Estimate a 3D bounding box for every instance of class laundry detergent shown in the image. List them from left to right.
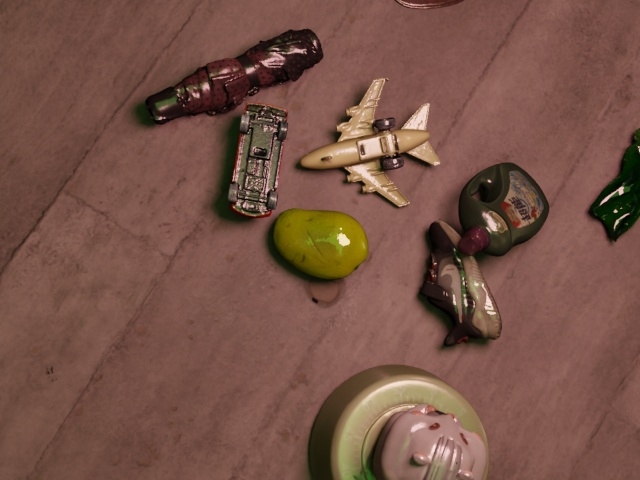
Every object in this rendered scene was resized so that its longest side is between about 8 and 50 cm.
[{"bbox_3d":[0.293,-0.045,1.485,0.222,0.078,0.144,-32,83,-40],"label":"laundry detergent"}]

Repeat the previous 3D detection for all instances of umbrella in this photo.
[{"bbox_3d":[-0.145,-0.276,1.497,0.326,0.090,0.094,-27,89,-11],"label":"umbrella"}]

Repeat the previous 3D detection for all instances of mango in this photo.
[{"bbox_3d":[0.000,0.007,1.480,0.163,0.089,0.117,4,88,4],"label":"mango"}]

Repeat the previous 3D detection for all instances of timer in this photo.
[{"bbox_3d":[0.147,0.330,1.330,0.291,0.315,0.290,1,80,-8],"label":"timer"}]

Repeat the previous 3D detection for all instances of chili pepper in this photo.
[{"bbox_3d":[0.570,-0.103,1.590,0.098,0.061,0.224,33,76,-9],"label":"chili pepper"}]

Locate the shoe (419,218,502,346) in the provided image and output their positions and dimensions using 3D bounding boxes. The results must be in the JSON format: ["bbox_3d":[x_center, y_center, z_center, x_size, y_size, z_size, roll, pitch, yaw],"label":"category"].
[{"bbox_3d":[0.224,0.080,1.497,0.112,0.099,0.227,-28,82,1],"label":"shoe"}]

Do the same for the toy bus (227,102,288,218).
[{"bbox_3d":[-0.107,-0.130,1.478,0.081,0.089,0.195,9,79,-6],"label":"toy bus"}]

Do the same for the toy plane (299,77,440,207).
[{"bbox_3d":[0.085,-0.161,1.514,0.244,0.092,0.229,-14,97,-13],"label":"toy plane"}]

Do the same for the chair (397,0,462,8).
[{"bbox_3d":[0.189,-0.613,1.588,0.176,0.183,0.326,-9,127,-10],"label":"chair"}]
